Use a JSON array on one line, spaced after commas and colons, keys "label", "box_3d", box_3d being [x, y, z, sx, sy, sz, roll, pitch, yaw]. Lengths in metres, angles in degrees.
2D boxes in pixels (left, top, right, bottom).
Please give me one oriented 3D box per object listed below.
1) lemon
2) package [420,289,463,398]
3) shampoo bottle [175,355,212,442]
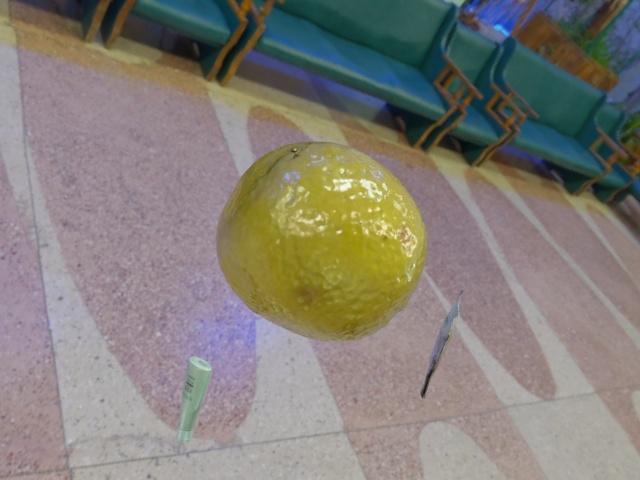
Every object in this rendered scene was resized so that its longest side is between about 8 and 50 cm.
[{"label": "lemon", "box_3d": [0.008, 0.004, 0.701, 0.253, 0.228, 0.228, 27, 34, -5]}, {"label": "package", "box_3d": [0.244, 0.204, 1.198, 0.027, 0.171, 0.173, 21, 34, 14]}, {"label": "shampoo bottle", "box_3d": [-0.288, 0.359, 1.338, 0.069, 0.191, 0.041, 22, 13, 31]}]
